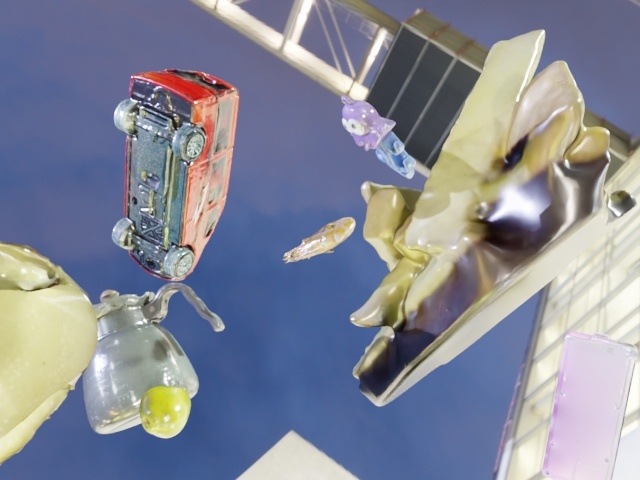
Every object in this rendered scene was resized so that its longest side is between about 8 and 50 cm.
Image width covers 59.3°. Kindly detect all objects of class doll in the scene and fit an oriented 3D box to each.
[{"bbox_3d":[0.101,-0.171,0.955,0.206,0.067,0.110,42,171,-29],"label":"doll"}]

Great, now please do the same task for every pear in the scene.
[{"bbox_3d":[-0.273,0.304,1.001,0.097,0.092,0.092,-14,-124,-46],"label":"pear"}]

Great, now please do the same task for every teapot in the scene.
[{"bbox_3d":[-0.379,0.214,1.162,0.223,0.305,0.285,-6,-115,-52],"label":"teapot"}]

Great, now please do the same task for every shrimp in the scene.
[{"bbox_3d":[-0.004,-0.006,1.099,0.045,0.162,0.095,51,-155,-32],"label":"shrimp"}]

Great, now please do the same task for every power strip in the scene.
[{"bbox_3d":[0.448,0.287,0.943,0.109,0.279,0.037,10,-170,25],"label":"power strip"}]

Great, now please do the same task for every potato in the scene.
[{"bbox_3d":[-0.370,0.098,0.481,0.242,0.242,0.285,38,-121,11],"label":"potato"}]

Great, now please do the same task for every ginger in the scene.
[{"bbox_3d":[0.169,-0.019,0.653,0.358,0.413,0.211,-11,-124,-47],"label":"ginger"}]

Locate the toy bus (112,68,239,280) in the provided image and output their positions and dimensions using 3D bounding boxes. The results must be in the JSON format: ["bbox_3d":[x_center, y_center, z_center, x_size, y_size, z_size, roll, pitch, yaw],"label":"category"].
[{"bbox_3d":[-0.136,-0.058,0.536,0.081,0.195,0.089,25,-148,20],"label":"toy bus"}]
